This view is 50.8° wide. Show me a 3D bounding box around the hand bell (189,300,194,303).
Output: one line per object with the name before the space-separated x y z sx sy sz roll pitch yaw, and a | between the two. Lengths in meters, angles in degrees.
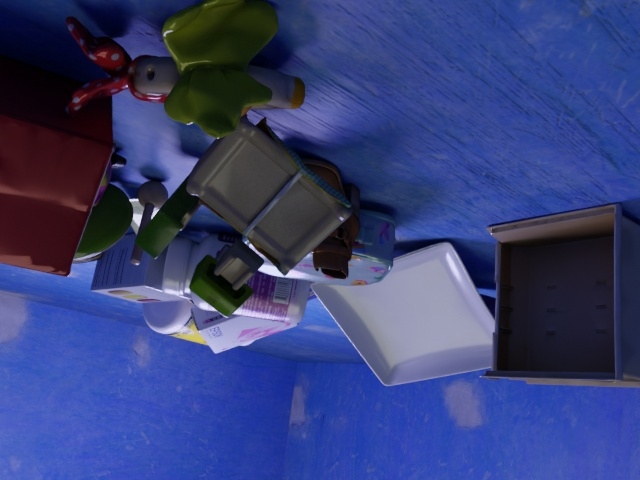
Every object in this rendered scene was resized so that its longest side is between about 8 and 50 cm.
hand bell | -0.384 0.075 1.717 0.242 0.126 0.126 13 169 35

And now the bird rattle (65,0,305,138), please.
bird rattle | -0.135 -0.159 0.709 0.254 0.142 0.207 -2 178 39

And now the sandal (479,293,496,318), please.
sandal | 0.252 0.131 1.544 0.417 0.169 0.102 8 124 -1

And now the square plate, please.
square plate | 0.203 0.163 1.449 0.344 0.049 0.347 -19 119 32

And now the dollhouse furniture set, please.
dollhouse furniture set | -0.098 -0.056 0.982 0.198 0.151 0.301 40 126 -10

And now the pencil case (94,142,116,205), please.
pencil case | -0.419 -0.121 0.971 0.237 0.104 0.104 11 164 4

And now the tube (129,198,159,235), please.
tube | -0.340 -0.040 1.334 0.062 0.070 0.240 40 162 7

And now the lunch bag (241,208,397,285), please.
lunch bag | 0.000 0.000 1.212 0.280 0.107 0.224 8 161 -3

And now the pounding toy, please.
pounding toy | -0.395 -0.064 1.132 0.237 0.182 0.110 4 138 11

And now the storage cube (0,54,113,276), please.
storage cube | -0.363 -0.095 0.784 0.193 0.183 0.215 15 -156 -26

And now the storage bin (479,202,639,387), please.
storage bin | 0.390 0.100 1.100 0.123 0.262 0.260 17 161 -38

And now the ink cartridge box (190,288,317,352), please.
ink cartridge box | -0.137 0.179 1.686 0.330 0.071 0.324 -18 162 -7

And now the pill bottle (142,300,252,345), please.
pill bottle | -0.318 0.200 1.908 0.188 0.187 0.334 -4 161 36

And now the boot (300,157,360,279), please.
boot | -0.002 -0.031 1.020 0.073 0.152 0.197 -7 159 40

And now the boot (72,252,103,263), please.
boot | -0.604 -0.008 1.540 0.198 0.076 0.137 8 159 -7

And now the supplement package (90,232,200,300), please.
supplement package | -0.410 0.066 1.583 0.244 0.133 0.139 -8 157 44

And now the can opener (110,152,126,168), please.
can opener | -0.401 -0.119 1.075 0.186 0.059 0.073 -1 163 26

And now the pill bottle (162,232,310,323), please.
pill bottle | -0.177 0.076 1.444 0.302 0.169 0.169 10 164 -6
